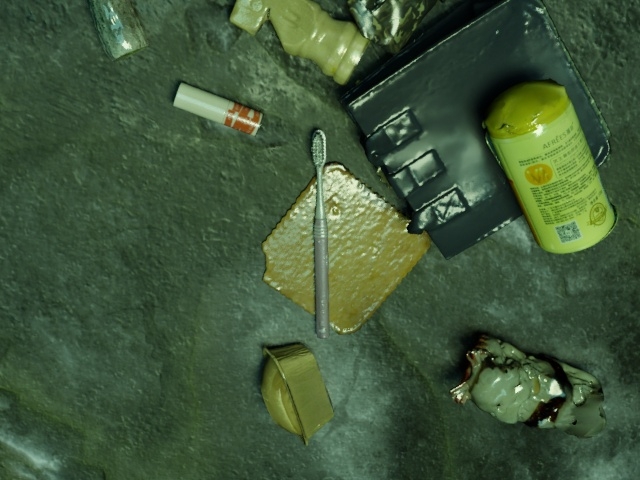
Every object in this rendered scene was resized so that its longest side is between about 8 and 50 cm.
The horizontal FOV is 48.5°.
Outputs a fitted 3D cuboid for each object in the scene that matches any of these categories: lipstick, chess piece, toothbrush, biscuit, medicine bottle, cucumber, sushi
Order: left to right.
[{"bbox_3d":[-0.289,-0.314,1.000,0.064,0.064,0.112,-18,108,1],"label":"cucumber"},{"bbox_3d":[-0.152,-0.196,1.063,0.130,0.038,0.038,20,106,-11],"label":"lipstick"},{"bbox_3d":[-0.032,-0.309,1.020,0.200,0.090,0.090,28,104,-7],"label":"chess piece"},{"bbox_3d":[0.000,0.000,1.137,0.024,0.029,0.354,2,110,9],"label":"toothbrush"},{"bbox_3d":[0.033,0.021,1.170,0.232,0.013,0.237,36,102,-16],"label":"biscuit"},{"bbox_3d":[0.370,0.256,1.223,0.331,0.130,0.124,19,106,-12],"label":"sushi"},{"bbox_3d":[0.312,-0.105,0.976,0.124,0.124,0.239,-30,112,5],"label":"medicine bottle"}]

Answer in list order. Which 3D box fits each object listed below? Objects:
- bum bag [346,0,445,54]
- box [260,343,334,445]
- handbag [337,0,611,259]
[{"bbox_3d":[0.142,-0.367,1.000,0.248,0.069,0.102,-45,106,-7],"label":"bum bag"},{"bbox_3d":[-0.046,0.257,1.200,0.111,0.111,0.177,-18,110,1],"label":"box"},{"bbox_3d":[0.223,-0.170,1.064,0.329,0.122,0.303,-34,112,7],"label":"handbag"}]
